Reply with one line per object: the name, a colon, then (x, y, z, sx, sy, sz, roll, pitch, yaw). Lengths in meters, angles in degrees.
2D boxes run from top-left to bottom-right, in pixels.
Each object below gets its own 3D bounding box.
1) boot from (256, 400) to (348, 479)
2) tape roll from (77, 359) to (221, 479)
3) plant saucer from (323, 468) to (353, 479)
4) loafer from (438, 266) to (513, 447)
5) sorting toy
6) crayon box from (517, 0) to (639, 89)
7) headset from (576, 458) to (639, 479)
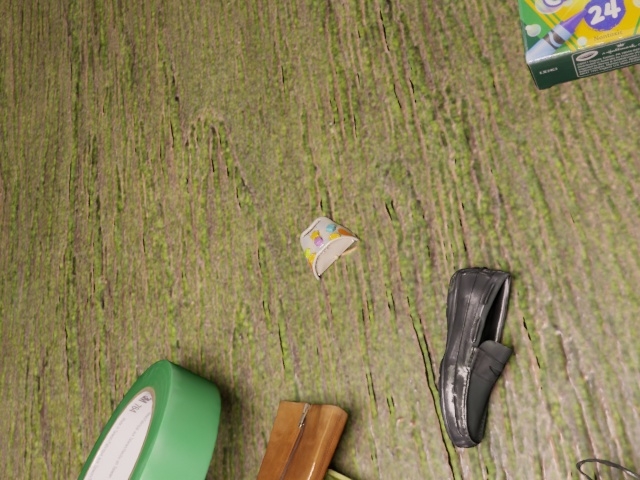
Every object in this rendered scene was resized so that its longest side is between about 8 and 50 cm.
boot: (-0.091, 0.342, 0.948, 0.264, 0.096, 0.280, -23, 46, 55)
tape roll: (-0.245, 0.316, 0.947, 0.321, 0.077, 0.321, -48, 22, 27)
plant saucer: (0.059, 0.404, 0.886, 0.188, 0.045, 0.188, 16, 83, 31)
loafer: (0.193, 0.139, 0.883, 0.078, 0.076, 0.223, -4, 68, 34)
sorting toy: (0.000, 0.000, 1.055, 0.083, 0.045, 0.075, -46, 40, 8)
crayon box: (0.360, -0.381, 0.959, 0.203, 0.083, 0.323, -11, 69, 24)
headset: (0.429, 0.184, 0.683, 0.394, 0.185, 0.243, -23, 64, 7)
